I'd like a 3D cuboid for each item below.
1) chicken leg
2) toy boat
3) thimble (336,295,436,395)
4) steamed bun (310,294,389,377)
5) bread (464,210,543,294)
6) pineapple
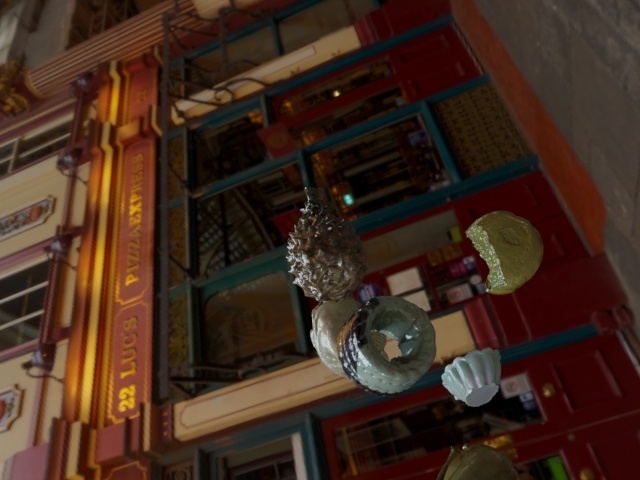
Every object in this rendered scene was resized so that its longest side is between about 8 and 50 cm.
[{"bbox_3d":[0.238,0.543,1.100,0.201,0.429,0.152,47,142,24],"label":"chicken leg"},{"bbox_3d":[0.491,0.447,1.840,0.290,0.200,0.100,76,176,-53],"label":"toy boat"},{"bbox_3d":[0.165,0.250,1.402,0.150,0.238,0.237,121,140,-51],"label":"thimble"},{"bbox_3d":[0.073,0.339,1.994,0.268,0.207,0.280,19,-130,-33],"label":"steamed bun"},{"bbox_3d":[0.357,0.017,1.098,0.086,0.125,0.156,85,168,-76],"label":"bread"},{"bbox_3d":[0.000,0.000,1.289,0.361,0.175,0.175,-112,-4,-67],"label":"pineapple"}]
